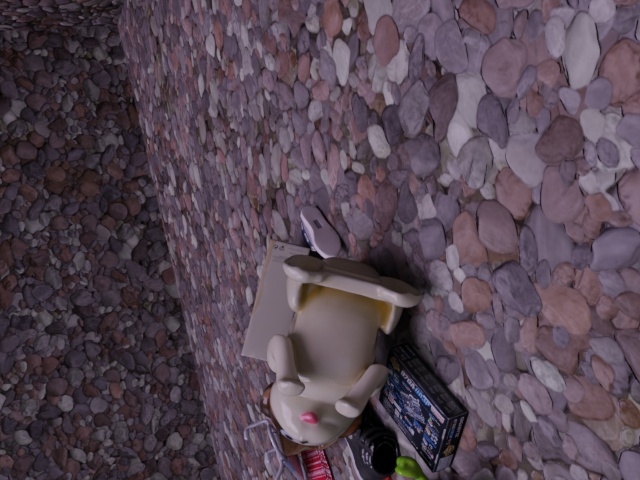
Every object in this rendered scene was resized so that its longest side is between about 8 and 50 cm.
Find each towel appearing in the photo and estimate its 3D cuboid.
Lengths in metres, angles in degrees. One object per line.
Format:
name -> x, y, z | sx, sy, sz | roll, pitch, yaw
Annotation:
towel -> -0.026, 0.703, 2.047 | 0.274, 0.031, 0.199 | 70, 155, 15

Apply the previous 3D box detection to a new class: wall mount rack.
wall mount rack -> -0.134, 0.749, 2.010 | 0.350, 0.131, 0.304 | 65, -179, -46

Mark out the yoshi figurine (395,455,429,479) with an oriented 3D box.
yoshi figurine -> 0.192, 0.553, 1.267 | 0.203, 0.203, 0.362 | 53, 146, 7

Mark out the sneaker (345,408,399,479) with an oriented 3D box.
sneaker -> 0.107, 0.459, 1.577 | 0.295, 0.105, 0.147 | 66, 151, 10

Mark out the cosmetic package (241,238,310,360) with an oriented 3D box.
cosmetic package -> -0.118, 0.166, 1.692 | 0.160, 0.113, 0.309 | 113, 171, -79

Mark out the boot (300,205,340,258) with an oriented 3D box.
boot -> 0.000, 0.000, 1.626 | 0.086, 0.069, 0.190 | 92, 160, -44

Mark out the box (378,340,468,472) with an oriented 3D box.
box -> 0.211, 0.354, 1.357 | 0.220, 0.051, 0.175 | 49, 143, 45

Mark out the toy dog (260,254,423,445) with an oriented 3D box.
toy dog -> 0.000, 0.247, 1.379 | 0.395, 0.285, 0.407 | -134, 58, -78

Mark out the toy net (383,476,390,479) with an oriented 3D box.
toy net -> 0.185, 0.659, 1.572 | 0.232, 0.045, 0.122 | 0, 68, 59

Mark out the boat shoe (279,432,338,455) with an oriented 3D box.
boat shoe -> -0.005, 0.542, 1.837 | 0.341, 0.110, 0.121 | -38, 60, 53
